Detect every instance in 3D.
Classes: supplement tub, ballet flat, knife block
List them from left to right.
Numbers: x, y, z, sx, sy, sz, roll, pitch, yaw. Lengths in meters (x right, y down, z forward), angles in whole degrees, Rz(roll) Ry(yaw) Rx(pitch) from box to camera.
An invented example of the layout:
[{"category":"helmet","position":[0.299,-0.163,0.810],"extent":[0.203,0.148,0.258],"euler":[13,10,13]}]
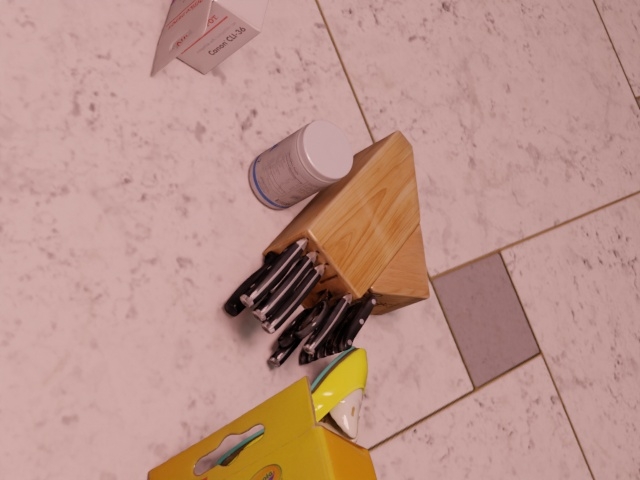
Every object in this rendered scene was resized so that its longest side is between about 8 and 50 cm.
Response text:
[{"category":"supplement tub","position":[-0.023,-0.082,1.082],"extent":[0.071,0.107,0.071],"euler":[16,63,-34]},{"category":"ballet flat","position":[-0.008,0.196,0.998],"extent":[0.077,0.077,0.231],"euler":[36,49,22]},{"category":"knife block","position":[0.000,0.000,1.080],"extent":[0.242,0.088,0.276],"euler":[10,67,-37]}]

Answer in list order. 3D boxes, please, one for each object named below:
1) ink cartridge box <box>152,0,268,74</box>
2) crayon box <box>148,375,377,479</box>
[{"category":"ink cartridge box","position":[-0.110,-0.263,1.078],"extent":[0.067,0.115,0.198],"euler":[29,57,-28]},{"category":"crayon box","position":[-0.033,0.296,0.809],"extent":[0.081,0.202,0.319],"euler":[36,30,-44]}]
